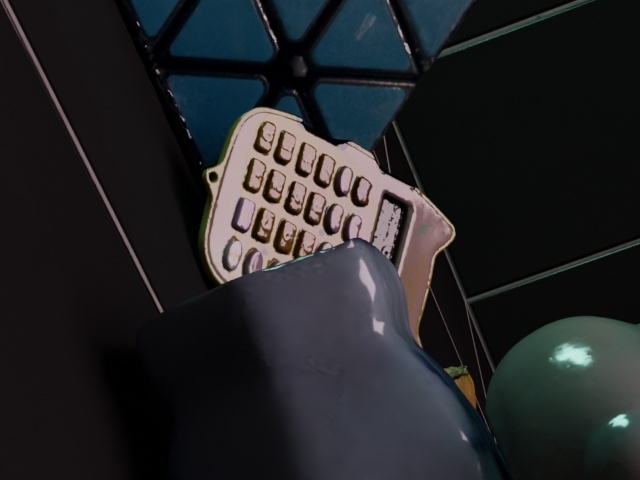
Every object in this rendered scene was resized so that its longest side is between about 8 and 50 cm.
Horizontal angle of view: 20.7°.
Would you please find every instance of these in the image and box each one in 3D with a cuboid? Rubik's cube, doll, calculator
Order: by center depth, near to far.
[{"bbox_3d":[0.207,0.113,0.894,0.221,0.221,0.251,50,17,-68],"label":"doll"},{"bbox_3d":[0.000,0.000,1.265,0.236,0.033,0.157,30,68,-37],"label":"calculator"},{"bbox_3d":[-0.046,-0.141,1.337,0.228,0.229,0.233,36,47,11],"label":"Rubik's cube"}]

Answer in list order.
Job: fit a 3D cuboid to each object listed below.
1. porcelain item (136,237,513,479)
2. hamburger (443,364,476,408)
[{"bbox_3d":[0.042,0.211,0.918,0.242,0.178,0.405,29,41,-79],"label":"porcelain item"},{"bbox_3d":[0.054,0.157,1.405,0.262,0.124,0.131,4,85,-77],"label":"hamburger"}]
